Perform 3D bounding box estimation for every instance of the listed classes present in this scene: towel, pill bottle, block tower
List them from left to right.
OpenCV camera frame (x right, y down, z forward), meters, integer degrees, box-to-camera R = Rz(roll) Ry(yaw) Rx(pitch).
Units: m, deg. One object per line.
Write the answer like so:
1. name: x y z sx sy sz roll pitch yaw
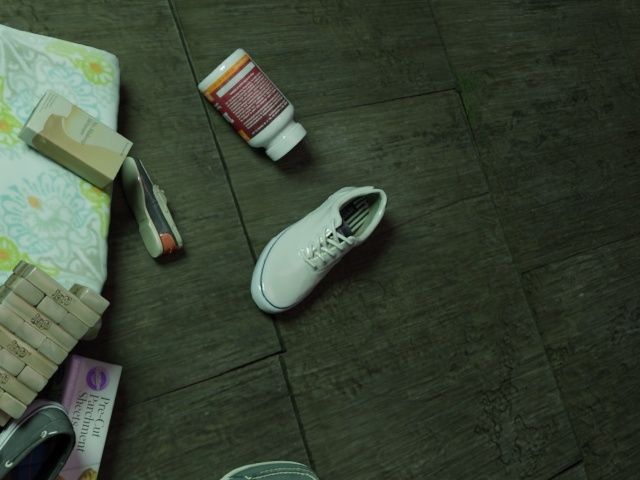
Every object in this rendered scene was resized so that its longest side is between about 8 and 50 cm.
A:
1. block tower: -0.368 0.168 0.905 0.097 0.091 0.335 43 74 -21
2. towel: -0.398 -0.084 1.008 0.321 0.090 0.374 10 72 -29
3. pill bottle: -0.093 -0.189 1.231 0.152 0.086 0.086 48 57 -12

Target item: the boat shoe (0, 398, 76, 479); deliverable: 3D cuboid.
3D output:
1. boat shoe: -0.331 0.278 0.912 0.228 0.076 0.080 -54 131 -7

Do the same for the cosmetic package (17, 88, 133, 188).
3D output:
1. cosmetic package: -0.286 -0.117 1.018 0.115 0.041 0.060 32 61 -24

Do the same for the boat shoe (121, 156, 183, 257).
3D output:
1. boat shoe: -0.220 -0.046 1.135 0.043 0.049 0.137 -21 91 -38

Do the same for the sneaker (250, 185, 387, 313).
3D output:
1. sneaker: 0.000 0.000 1.234 0.094 0.091 0.258 48 57 -12

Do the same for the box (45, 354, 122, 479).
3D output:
1. box: -0.298 0.294 0.982 0.067 0.063 0.323 21 66 -28

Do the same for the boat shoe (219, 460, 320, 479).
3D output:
1. boat shoe: -0.117 0.350 1.060 0.320 0.099 0.116 -9 82 -34
